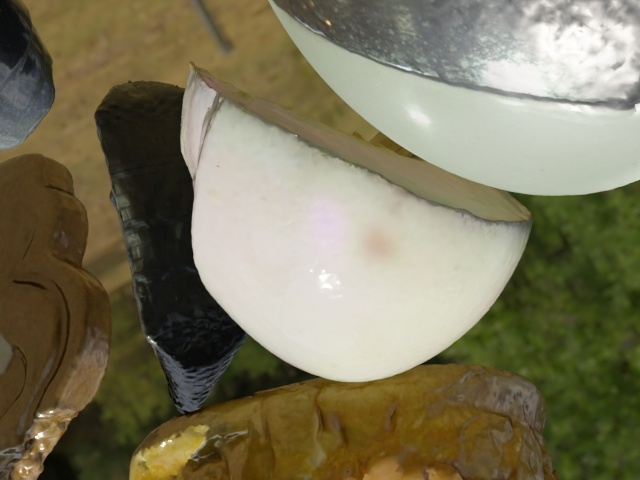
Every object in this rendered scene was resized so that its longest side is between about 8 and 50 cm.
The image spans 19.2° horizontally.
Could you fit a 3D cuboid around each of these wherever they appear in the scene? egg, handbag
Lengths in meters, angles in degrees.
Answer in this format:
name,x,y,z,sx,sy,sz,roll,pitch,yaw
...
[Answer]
name,x,y,z,sx,sy,sz,roll,pitch,yaw
egg,0.012,0.009,1.216,0.271,0.206,0.162,3,115,-62
handbag,-0.122,-0.003,1.463,0.088,0.270,0.175,-12,171,-15

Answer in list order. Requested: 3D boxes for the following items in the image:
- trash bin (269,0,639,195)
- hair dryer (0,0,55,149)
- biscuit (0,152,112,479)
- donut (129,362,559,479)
name,x,y,z,sx,sy,sz,roll,pitch,yaw
trash bin,0.157,-0.210,0.885,0.432,0.280,0.280,-35,-177,-41
hair dryer,-0.254,-0.032,0.743,0.272,0.091,0.235,-50,139,8
biscuit,-0.207,0.102,1.170,0.047,0.320,0.183,18,178,-38
donut,0.015,0.201,1.388,0.330,0.160,0.330,-6,149,-3
